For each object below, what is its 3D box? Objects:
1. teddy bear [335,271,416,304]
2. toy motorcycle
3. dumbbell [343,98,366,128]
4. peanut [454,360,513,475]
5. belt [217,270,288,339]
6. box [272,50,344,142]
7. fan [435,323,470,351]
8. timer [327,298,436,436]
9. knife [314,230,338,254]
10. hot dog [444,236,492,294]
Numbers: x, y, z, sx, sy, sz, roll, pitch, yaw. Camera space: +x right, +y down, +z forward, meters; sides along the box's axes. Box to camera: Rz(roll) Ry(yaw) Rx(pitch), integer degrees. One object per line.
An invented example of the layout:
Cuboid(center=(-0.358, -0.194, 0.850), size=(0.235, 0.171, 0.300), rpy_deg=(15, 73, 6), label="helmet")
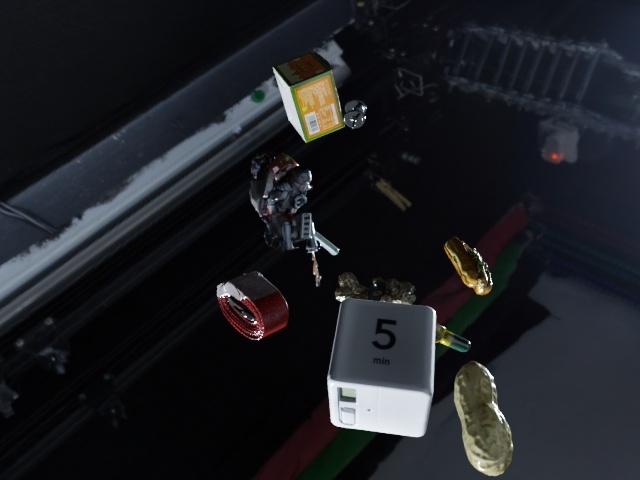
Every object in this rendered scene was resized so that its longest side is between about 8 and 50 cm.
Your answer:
Cuboid(center=(0.168, 0.172, 1.801), size=(0.251, 0.182, 0.129), rpy_deg=(3, -59, 0), label="teddy bear")
Cuboid(center=(-0.084, -0.067, 1.584), size=(0.134, 0.207, 0.401), rpy_deg=(-3, -99, -48), label="toy motorcycle")
Cuboid(center=(0.110, -0.403, 1.840), size=(0.069, 0.069, 0.147), rpy_deg=(70, -158, -45), label="dumbbell")
Cuboid(center=(0.417, 0.450, 1.501), size=(0.120, 0.299, 0.136), rpy_deg=(7, -45, -12), label="peanut")
Cuboid(center=(-0.176, 0.170, 1.560), size=(0.124, 0.201, 0.128), rpy_deg=(-19, -44, -45), label="belt")
Cuboid(center=(-0.032, -0.441, 1.771), size=(0.148, 0.178, 0.195), rpy_deg=(-23, -50, -6), label="box")
Cuboid(center=(0.266, 0.212, 1.290), size=(0.155, 0.082, 0.039), rpy_deg=(25, -98, -12), label="fan")
Cuboid(center=(0.124, 0.253, 1.158), size=(0.193, 0.194, 0.195), rpy_deg=(86, -167, -47), label="timer")
Cuboid(center=(0.000, 0.000, 1.986), size=(0.162, 0.044, 0.023), rpy_deg=(38, -109, -28), label="knife")
Cuboid(center=(0.562, 0.088, 2.160), size=(0.135, 0.337, 0.100), rpy_deg=(40, -73, -21), label="hot dog")
